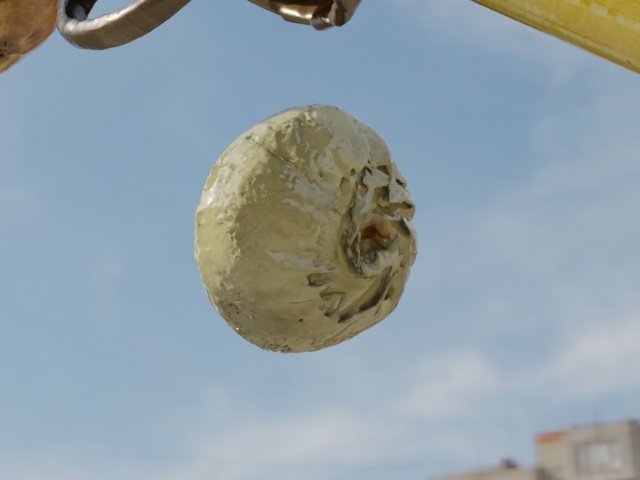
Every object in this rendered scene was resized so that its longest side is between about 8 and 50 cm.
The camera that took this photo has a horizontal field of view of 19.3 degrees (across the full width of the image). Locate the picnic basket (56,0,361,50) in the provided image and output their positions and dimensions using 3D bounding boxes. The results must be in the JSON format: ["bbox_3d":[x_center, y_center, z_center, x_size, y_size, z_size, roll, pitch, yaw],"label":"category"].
[{"bbox_3d":[-0.117,-0.292,1.742,0.337,0.337,0.293,10,2,-29],"label":"picnic basket"}]

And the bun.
[{"bbox_3d":[0.000,0.000,1.910,0.152,0.259,0.259,15,-7,39],"label":"bun"}]

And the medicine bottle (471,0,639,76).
[{"bbox_3d":[0.192,-0.132,1.050,0.426,0.108,0.108,28,-5,31],"label":"medicine bottle"}]

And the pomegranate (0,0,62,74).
[{"bbox_3d":[-0.416,-0.317,2.138,0.229,0.270,0.252,-8,-35,-44],"label":"pomegranate"}]
